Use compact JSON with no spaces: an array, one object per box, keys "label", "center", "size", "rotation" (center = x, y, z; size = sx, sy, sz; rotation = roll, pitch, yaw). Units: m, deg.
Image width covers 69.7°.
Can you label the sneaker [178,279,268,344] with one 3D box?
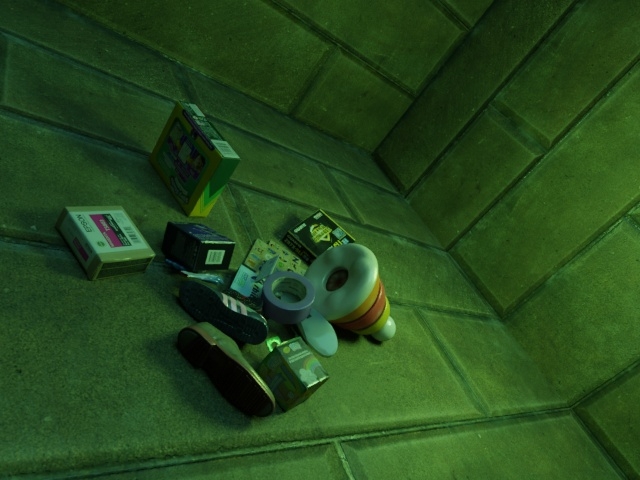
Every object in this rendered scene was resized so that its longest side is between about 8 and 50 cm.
[{"label":"sneaker","center":[-0.315,0.234,1.511],"size":[0.319,0.112,0.131],"rotation":[34,0,-3]}]

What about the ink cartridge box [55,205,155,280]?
[{"label":"ink cartridge box","center":[-0.660,-0.001,1.420],"size":[0.234,0.088,0.193],"rotation":[49,26,18]}]

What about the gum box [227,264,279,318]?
[{"label":"gum box","center":[-0.246,0.190,1.714],"size":[0.184,0.041,0.157],"rotation":[33,26,-12]}]

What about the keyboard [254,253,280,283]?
[{"label":"keyboard","center":[-0.205,0.106,1.795],"size":[0.014,0.072,0.256],"rotation":[57,10,-11]}]

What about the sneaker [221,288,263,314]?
[{"label":"sneaker","center":[-0.277,0.225,1.605],"size":[0.162,0.075,0.057],"rotation":[15,37,11]}]

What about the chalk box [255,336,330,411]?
[{"label":"chalk box","center":[-0.103,0.401,1.456],"size":[0.213,0.132,0.132],"rotation":[49,28,22]}]

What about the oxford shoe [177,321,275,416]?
[{"label":"oxford shoe","center":[-0.250,0.359,1.341],"size":[0.348,0.123,0.130],"rotation":[44,20,7]}]

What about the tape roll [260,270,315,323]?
[{"label":"tape roll","center":[-0.118,0.202,1.648],"size":[0.189,0.080,0.189],"rotation":[9,38,-8]}]

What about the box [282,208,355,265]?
[{"label":"box","center":[0.000,0.000,2.259],"size":[0.257,0.079,0.322],"rotation":[44,36,6]}]

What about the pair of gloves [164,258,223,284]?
[{"label":"pair of gloves","center":[-0.421,0.104,1.545],"size":[0.198,0.023,0.159],"rotation":[21,2,40]}]

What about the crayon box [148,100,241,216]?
[{"label":"crayon box","center":[-0.524,-0.329,1.880],"size":[0.106,0.313,0.363],"rotation":[-7,51,-53]}]

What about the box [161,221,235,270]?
[{"label":"box","center":[-0.425,0.018,1.596],"size":[0.207,0.108,0.153],"rotation":[26,14,34]}]

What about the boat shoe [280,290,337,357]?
[{"label":"boat shoe","center":[-0.052,0.320,1.686],"size":[0.113,0.104,0.306],"rotation":[-28,56,-33]}]

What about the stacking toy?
[{"label":"stacking toy","center":[0.168,0.271,1.912],"size":[0.480,0.351,0.350],"rotation":[48,16,-38]}]

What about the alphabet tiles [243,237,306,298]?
[{"label":"alphabet tiles","center":[-0.178,0.122,1.956],"size":[0.285,0.011,0.342],"rotation":[35,25,-10]}]
